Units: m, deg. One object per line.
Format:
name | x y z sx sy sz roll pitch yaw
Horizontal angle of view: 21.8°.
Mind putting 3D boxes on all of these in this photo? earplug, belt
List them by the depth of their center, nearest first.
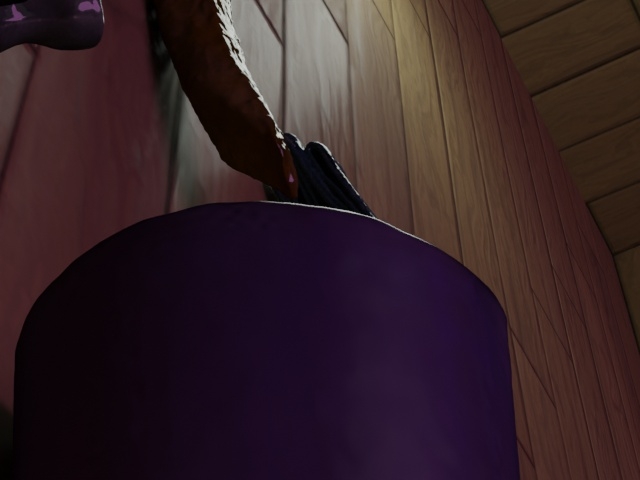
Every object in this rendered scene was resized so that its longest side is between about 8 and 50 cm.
earplug | -0.014 0.212 0.569 0.215 0.215 0.456 54 22 -40
belt | 0.002 0.002 1.224 0.179 0.100 0.065 58 8 36

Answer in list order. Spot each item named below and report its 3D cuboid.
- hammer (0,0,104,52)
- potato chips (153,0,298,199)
hammer | -0.125 -0.128 0.656 0.159 0.226 0.041 -9 76 -35
potato chips | -0.079 -0.176 1.178 0.057 0.080 0.407 75 2 -46
